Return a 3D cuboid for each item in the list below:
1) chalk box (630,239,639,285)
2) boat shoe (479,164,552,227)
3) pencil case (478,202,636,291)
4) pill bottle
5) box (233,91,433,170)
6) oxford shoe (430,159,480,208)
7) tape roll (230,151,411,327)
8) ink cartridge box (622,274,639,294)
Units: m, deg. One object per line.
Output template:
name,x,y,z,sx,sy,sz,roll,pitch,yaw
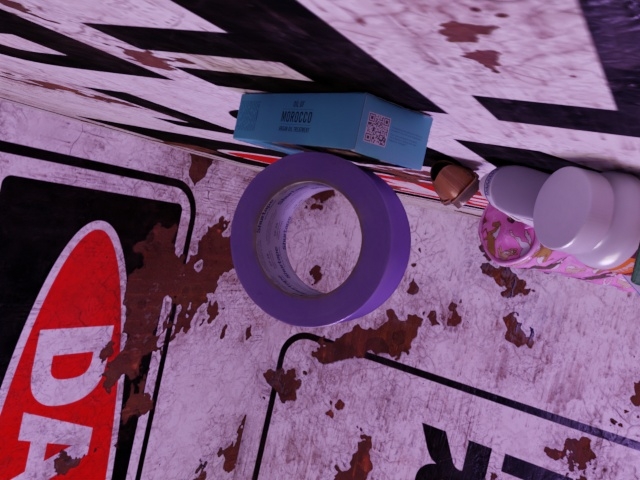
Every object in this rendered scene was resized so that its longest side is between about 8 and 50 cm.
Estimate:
chalk box,0.342,-0.008,0.507,0.213,0.132,0.132,11,-176,-39
boat shoe,0.361,-0.044,0.964,0.268,0.096,0.088,13,-173,-4
pencil case,0.492,0.002,1.271,0.386,0.167,0.160,11,-142,-27
pill bottle,0.382,-0.017,0.800,0.221,0.121,0.121,11,-177,-19
box,0.005,-0.129,0.759,0.100,0.060,0.244,10,-176,-38
oxford shoe,0.217,-0.105,1.094,0.076,0.076,0.212,42,-174,0
tape roll,0.000,0.000,0.730,0.189,0.189,0.080,14,-177,23
ink cartridge box,0.663,0.057,1.161,0.191,0.082,0.139,-7,-151,-1
